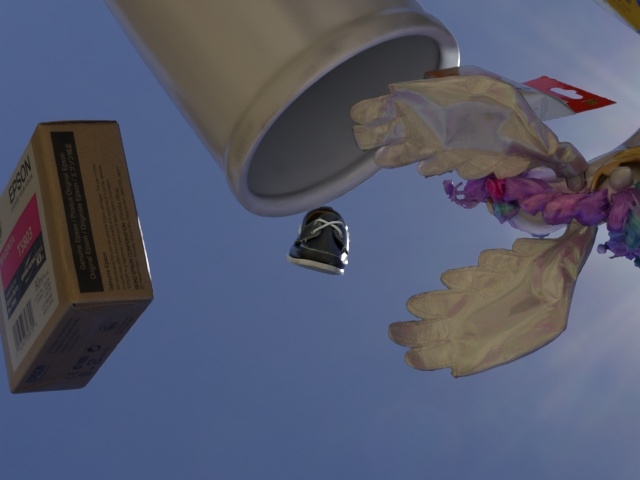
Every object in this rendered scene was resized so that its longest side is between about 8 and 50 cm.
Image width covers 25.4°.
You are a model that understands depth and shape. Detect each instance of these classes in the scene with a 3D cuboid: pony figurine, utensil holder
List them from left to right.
[{"bbox_3d":[-0.066,-0.278,1.766,0.327,0.327,0.385,-42,-112,15],"label":"utensil holder"},{"bbox_3d":[0.238,-0.048,1.463,0.350,0.363,0.303,-13,-85,19],"label":"pony figurine"}]

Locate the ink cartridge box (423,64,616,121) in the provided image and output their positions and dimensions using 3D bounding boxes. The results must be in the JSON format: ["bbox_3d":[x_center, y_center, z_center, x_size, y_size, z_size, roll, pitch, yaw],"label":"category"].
[{"bbox_3d":[0.233,-0.177,1.655,0.179,0.045,0.145,-16,-154,-24],"label":"ink cartridge box"}]

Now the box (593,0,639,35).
[{"bbox_3d":[0.378,-0.463,1.770,0.279,0.290,0.177,-49,-153,11],"label":"box"}]

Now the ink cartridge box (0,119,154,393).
[{"bbox_3d":[-0.255,0.021,1.404,0.235,0.088,0.193,-48,-128,52],"label":"ink cartridge box"}]

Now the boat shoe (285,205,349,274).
[{"bbox_3d":[0.000,0.000,1.960,0.233,0.084,0.079,-84,-172,-81],"label":"boat shoe"}]
